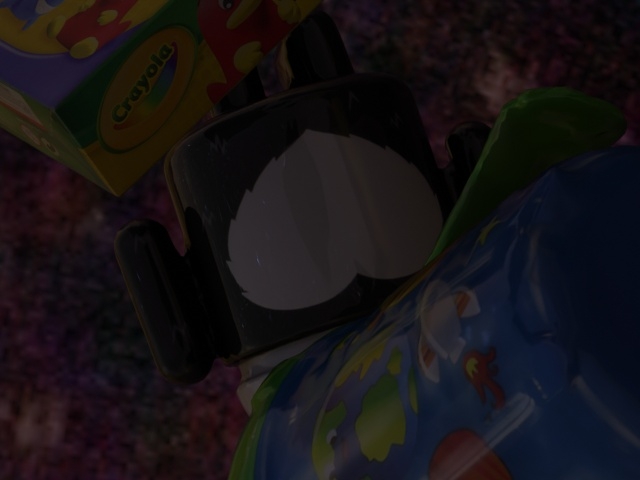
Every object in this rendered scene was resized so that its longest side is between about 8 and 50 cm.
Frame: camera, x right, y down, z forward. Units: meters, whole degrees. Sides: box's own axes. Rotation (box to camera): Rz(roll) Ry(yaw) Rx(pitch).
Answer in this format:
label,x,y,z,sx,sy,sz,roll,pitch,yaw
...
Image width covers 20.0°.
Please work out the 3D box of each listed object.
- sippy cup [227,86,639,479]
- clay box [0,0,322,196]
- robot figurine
label,x,y,z,sx,sy,sz,roll,pitch,yaw
sippy cup,0.105,0.084,0.749,0.305,0.240,0.224,56,141,18
clay box,-0.042,-0.126,0.679,0.222,0.053,0.127,-47,43,-14
robot figurine,0.002,-0.001,1.150,0.209,0.173,0.278,-21,83,29
